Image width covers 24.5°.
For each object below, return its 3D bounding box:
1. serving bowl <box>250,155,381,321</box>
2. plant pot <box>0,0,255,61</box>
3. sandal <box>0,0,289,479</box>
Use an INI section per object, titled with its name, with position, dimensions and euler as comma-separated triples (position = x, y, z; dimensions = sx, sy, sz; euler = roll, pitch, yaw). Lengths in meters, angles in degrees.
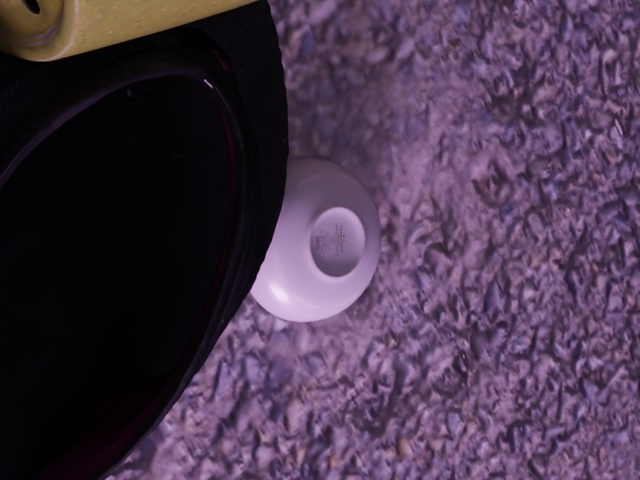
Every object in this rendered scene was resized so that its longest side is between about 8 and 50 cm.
[serving bowl]
position = 0.000, 0.000, 0.727
dimensions = 0.083, 0.027, 0.083
euler = -3, 95, -37
[plant pot]
position = -0.031, -0.204, 0.533
dimensions = 0.293, 0.275, 0.275
euler = -43, 118, -27
[sandal]
position = -0.100, 0.027, 0.541
dimensions = 0.167, 0.107, 0.445
euler = 48, 48, -25
